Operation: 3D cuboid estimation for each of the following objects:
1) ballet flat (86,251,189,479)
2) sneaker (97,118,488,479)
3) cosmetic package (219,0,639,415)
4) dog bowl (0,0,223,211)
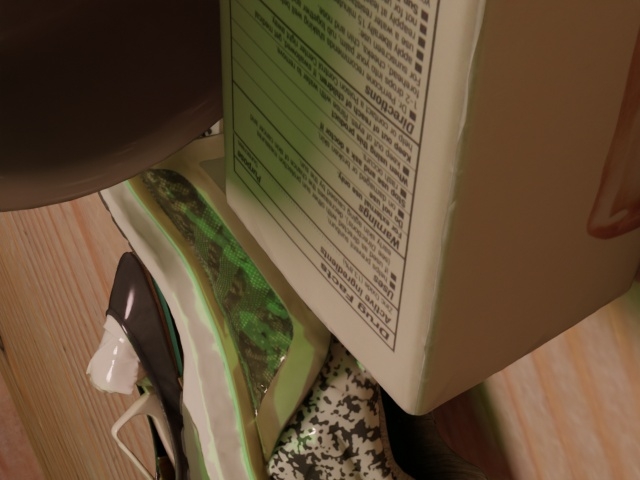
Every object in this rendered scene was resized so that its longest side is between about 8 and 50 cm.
[{"bbox_3d":[-0.172,0.153,1.134,0.095,0.096,0.281,-2,110,65],"label":"ballet flat"},{"bbox_3d":[0.000,0.000,0.646,0.182,0.158,0.410,-8,105,33],"label":"sneaker"},{"bbox_3d":[0.051,-0.100,0.393,0.153,0.129,0.296,48,150,33],"label":"cosmetic package"},{"bbox_3d":[-0.100,-0.164,0.410,0.102,0.348,0.349,36,144,29],"label":"dog bowl"}]
